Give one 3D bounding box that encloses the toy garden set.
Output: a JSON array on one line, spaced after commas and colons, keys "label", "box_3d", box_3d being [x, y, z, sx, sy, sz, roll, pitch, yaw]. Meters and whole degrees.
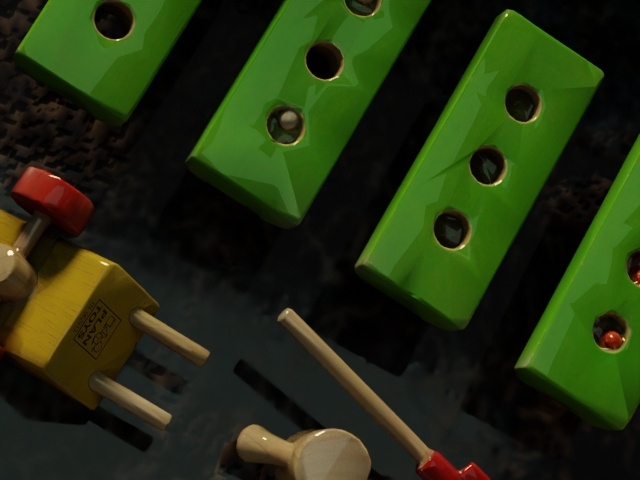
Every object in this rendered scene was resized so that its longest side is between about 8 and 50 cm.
[{"label": "toy garden set", "box_3d": [0.000, 0.000, 0.647, 0.244, 0.049, 0.203, 32, 76, -9]}]
